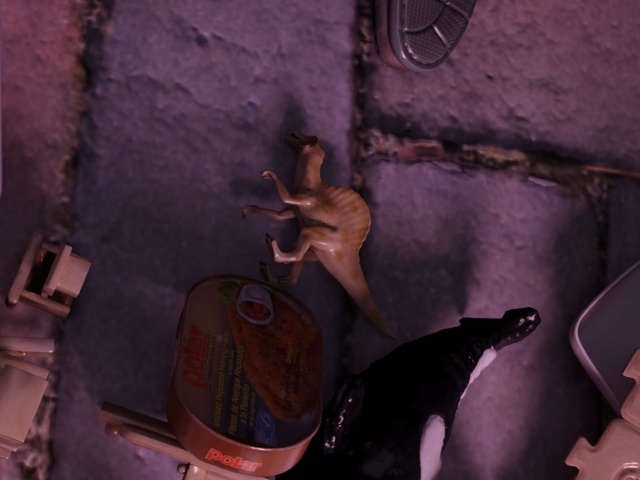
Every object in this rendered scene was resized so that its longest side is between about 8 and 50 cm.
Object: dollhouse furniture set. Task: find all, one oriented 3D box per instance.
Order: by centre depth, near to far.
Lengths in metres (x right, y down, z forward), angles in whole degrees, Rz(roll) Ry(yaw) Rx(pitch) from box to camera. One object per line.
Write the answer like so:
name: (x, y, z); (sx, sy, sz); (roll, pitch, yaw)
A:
dollhouse furniture set: (-0.223, 0.050, 1.028); (0.101, 0.182, 0.160); (23, 74, -9)
dollhouse furniture set: (-0.120, 0.208, 1.057); (0.123, 0.144, 0.151); (20, 88, -5)

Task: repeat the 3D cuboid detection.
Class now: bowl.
bowl: (0.274, 0.088, 1.223); (0.142, 0.053, 0.142); (-37, 89, -19)

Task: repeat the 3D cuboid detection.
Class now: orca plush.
orca plush: (0.052, 0.132, 1.092); (0.287, 0.102, 0.151); (-38, 47, -19)

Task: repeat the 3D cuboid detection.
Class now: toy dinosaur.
toy dinosaur: (0.000, 0.000, 1.168); (0.093, 0.053, 0.183); (-20, 84, -20)

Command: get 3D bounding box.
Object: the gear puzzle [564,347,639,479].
gear puzzle: (0.289, 0.162, 1.160); (0.175, 0.044, 0.339); (32, 91, 3)

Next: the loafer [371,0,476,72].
loafer: (0.082, -0.260, 1.246); (0.096, 0.084, 0.267); (23, 74, -42)

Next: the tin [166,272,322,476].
tin: (-0.054, 0.093, 1.086); (0.106, 0.040, 0.189); (20, 32, -12)

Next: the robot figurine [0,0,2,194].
robot figurine: (-0.307, -0.121, 0.984); (0.200, 0.300, 0.353); (-4, 117, -18)
